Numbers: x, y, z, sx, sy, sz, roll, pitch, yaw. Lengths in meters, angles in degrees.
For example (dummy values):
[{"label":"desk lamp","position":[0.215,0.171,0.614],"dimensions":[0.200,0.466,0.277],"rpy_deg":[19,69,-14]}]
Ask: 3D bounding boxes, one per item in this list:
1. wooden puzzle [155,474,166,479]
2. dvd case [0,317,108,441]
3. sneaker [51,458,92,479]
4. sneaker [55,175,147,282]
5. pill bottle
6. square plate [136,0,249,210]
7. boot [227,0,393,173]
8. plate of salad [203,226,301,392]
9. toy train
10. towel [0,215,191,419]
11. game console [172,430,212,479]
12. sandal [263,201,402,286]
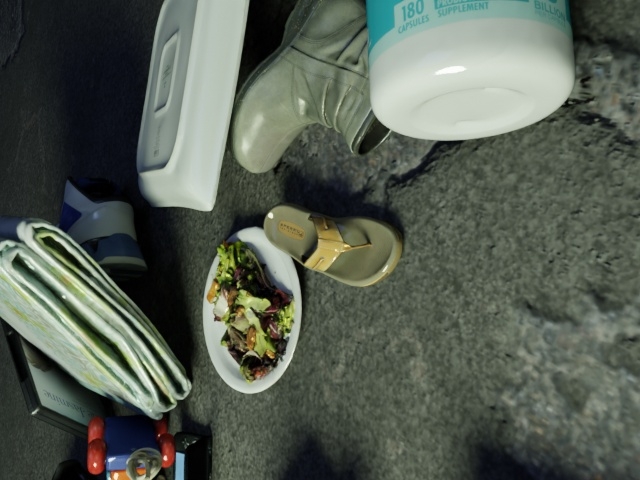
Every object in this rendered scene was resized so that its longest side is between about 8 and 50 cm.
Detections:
[{"label":"wooden puzzle","position":[-0.229,0.384,0.807],"dimensions":[0.078,0.014,0.116],"rpy_deg":[45,116,40]},{"label":"dvd case","position":[-0.437,0.228,0.946],"dimensions":[0.022,0.180,0.253],"rpy_deg":[-42,48,-7]},{"label":"sneaker","position":[-0.369,0.455,0.878],"dimensions":[0.302,0.108,0.121],"rpy_deg":[20,103,48]},{"label":"sneaker","position":[-0.406,-0.007,0.985],"dimensions":[0.316,0.127,0.182],"rpy_deg":[-18,68,37]},{"label":"pill bottle","position":[0.105,-0.222,0.435],"dimensions":[0.146,0.146,0.264],"rpy_deg":[-12,76,46]},{"label":"square plate","position":[-0.183,-0.215,0.755],"dimensions":[0.347,0.049,0.343],"rpy_deg":[8,89,62]},{"label":"boot","position":[-0.001,-0.137,0.591],"dimensions":[0.161,0.083,0.246],"rpy_deg":[53,123,31]},{"label":"plate of salad","position":[-0.095,0.081,0.681],"dimensions":[0.200,0.048,0.199],"rpy_deg":[-9,77,46]},{"label":"toy train","position":[-0.239,0.319,0.715],"dimensions":[0.248,0.105,0.143],"rpy_deg":[-176,89,-68]},{"label":"towel","position":[-0.371,0.097,0.805],"dimensions":[0.375,0.320,0.090],"rpy_deg":[1,42,45]},{"label":"game console","position":[-0.175,0.312,0.715],"dimensions":[0.107,0.071,0.122],"rpy_deg":[-7,79,39]},{"label":"sandal","position":[0.000,0.000,0.581],"dimensions":[0.180,0.049,0.072],"rpy_deg":[18,98,37]}]
